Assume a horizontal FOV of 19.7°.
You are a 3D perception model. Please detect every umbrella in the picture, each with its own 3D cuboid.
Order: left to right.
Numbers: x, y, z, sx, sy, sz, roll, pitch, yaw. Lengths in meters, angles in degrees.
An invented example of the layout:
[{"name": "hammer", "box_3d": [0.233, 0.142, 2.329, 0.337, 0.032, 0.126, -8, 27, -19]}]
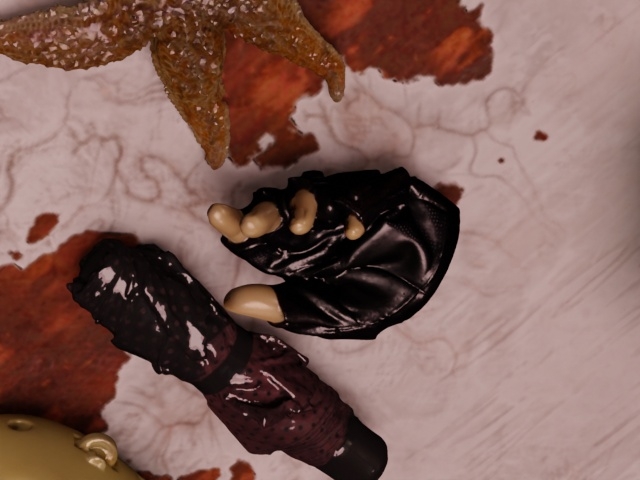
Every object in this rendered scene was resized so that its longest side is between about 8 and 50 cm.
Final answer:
[{"name": "umbrella", "box_3d": [-0.070, 0.108, 1.528, 0.326, 0.094, 0.090, 40, 59, -25]}]

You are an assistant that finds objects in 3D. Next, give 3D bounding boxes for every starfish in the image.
[{"name": "starfish", "box_3d": [-0.111, -0.173, 1.385, 0.299, 0.060, 0.302, -39, 119, 6]}]

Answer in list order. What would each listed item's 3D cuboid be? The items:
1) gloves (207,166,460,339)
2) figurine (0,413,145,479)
[{"name": "gloves", "box_3d": [0.000, 0.000, 1.463, 0.203, 0.124, 0.164, 27, 96, -26]}, {"name": "figurine", "box_3d": [-0.213, 0.277, 1.570, 0.222, 0.124, 0.324, -38, 116, 12]}]
